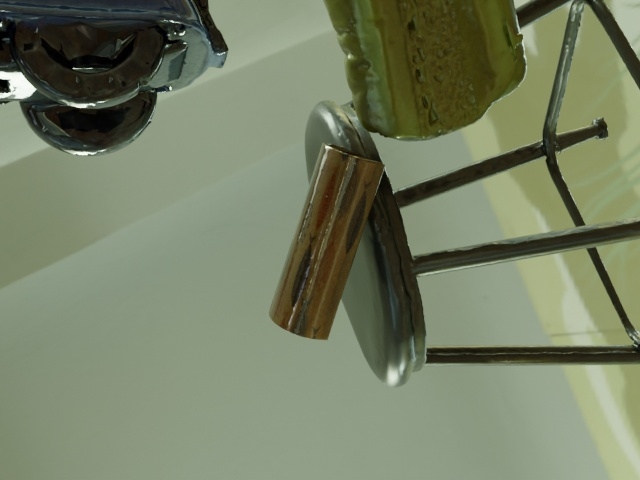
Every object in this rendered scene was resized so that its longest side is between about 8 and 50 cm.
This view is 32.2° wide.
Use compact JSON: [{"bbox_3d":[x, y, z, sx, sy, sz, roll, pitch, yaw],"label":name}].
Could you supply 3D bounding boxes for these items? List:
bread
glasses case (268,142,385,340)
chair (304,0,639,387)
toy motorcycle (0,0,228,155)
[{"bbox_3d":[0.061,-0.268,0.927,0.166,0.112,0.383,-23,-62,-8],"label":"bread"},{"bbox_3d":[0.000,0.000,1.002,0.041,0.065,0.169,9,-77,-42],"label":"glasses case"},{"bbox_3d":[0.216,-0.039,1.179,0.410,0.362,0.364,-15,-120,-7],"label":"chair"},{"bbox_3d":[-0.221,-0.163,0.637,0.359,0.125,0.212,0,-105,-14],"label":"toy motorcycle"}]
